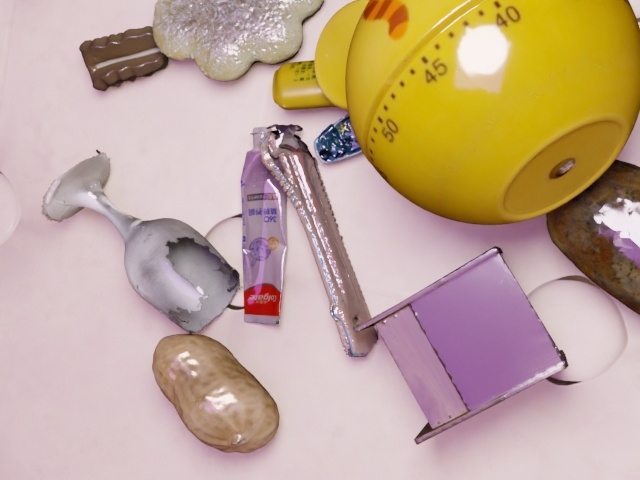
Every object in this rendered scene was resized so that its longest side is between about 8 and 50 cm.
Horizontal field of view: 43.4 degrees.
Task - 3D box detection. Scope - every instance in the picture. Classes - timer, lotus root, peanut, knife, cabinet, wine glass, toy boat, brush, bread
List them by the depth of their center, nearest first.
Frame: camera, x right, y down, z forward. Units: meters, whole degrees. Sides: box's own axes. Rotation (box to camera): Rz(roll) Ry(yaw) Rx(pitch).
[{"bbox_3d":[0.182,-0.221,0.957,0.376,0.376,0.387,-37,63,15],"label":"timer"},{"bbox_3d":[0.412,0.005,1.002,0.275,0.152,0.160,39,98,14],"label":"lotus root"},{"bbox_3d":[0.189,0.136,1.081,0.215,0.148,0.174,-32,81,12],"label":"cabinet"},{"bbox_3d":[0.052,-0.159,1.167,0.137,0.061,0.060,-24,83,16],"label":"toy boat"},{"bbox_3d":[-0.003,0.001,1.186,0.043,0.089,0.365,-27,83,61],"label":"knife"},{"bbox_3d":[-0.106,-0.352,1.198,0.286,0.056,0.207,-45,82,3],"label":"bread"},{"bbox_3d":[-0.163,0.230,1.210,0.224,0.129,0.129,40,102,16],"label":"peanut"},{"bbox_3d":[-0.273,0.003,1.241,0.321,0.143,0.143,37,101,12],"label":"wine glass"},{"bbox_3d":[-0.229,-0.309,1.266,0.301,0.071,0.084,-13,103,10],"label":"brush"}]

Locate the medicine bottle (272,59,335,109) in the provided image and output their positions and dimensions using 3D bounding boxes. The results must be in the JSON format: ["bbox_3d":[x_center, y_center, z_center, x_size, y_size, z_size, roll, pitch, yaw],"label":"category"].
[{"bbox_3d":[0.063,-0.231,1.154,0.261,0.095,0.064,-3,127,12],"label":"medicine bottle"}]

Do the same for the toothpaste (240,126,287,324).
[{"bbox_3d":[-0.088,-0.022,1.225,0.075,0.048,0.300,0,93,14],"label":"toothpaste"}]
